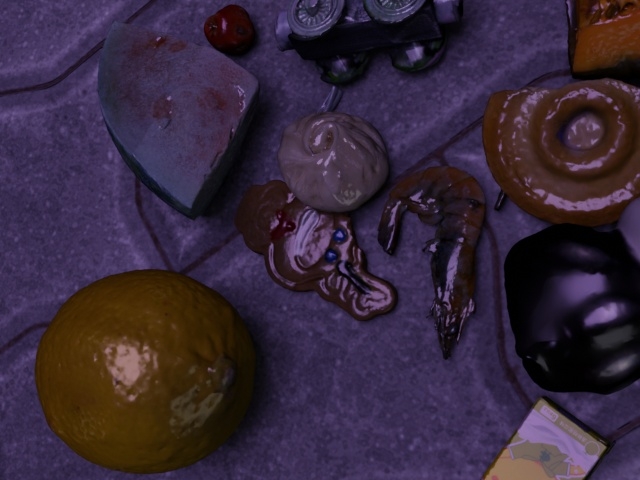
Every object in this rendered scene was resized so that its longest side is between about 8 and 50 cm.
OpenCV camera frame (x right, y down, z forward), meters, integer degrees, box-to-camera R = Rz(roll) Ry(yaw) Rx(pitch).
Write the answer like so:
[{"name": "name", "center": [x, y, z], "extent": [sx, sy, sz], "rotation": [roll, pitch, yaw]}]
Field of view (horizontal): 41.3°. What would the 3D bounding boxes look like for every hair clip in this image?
[{"name": "hair clip", "center": [-0.007, -0.207, 1.408], "extent": [0.039, 0.030, 0.115], "rotation": [40, 96, 25]}]

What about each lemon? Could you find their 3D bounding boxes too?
[{"name": "lemon", "center": [-0.264, 0.199, 1.290], "extent": [0.336, 0.336, 0.336], "rotation": [-4, 78, 21]}]

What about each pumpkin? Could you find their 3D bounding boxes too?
[{"name": "pumpkin", "center": [0.428, -0.371, 1.136], "extent": [0.225, 0.256, 0.303], "rotation": [3, 122, 16]}]

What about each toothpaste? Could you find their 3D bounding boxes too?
[{"name": "toothpaste", "center": [0.260, 0.372, 1.159], "extent": [0.110, 0.077, 0.327], "rotation": [36, 94, 23]}]

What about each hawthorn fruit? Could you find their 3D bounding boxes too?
[{"name": "hawthorn fruit", "center": [-0.160, -0.366, 1.470], "extent": [0.093, 0.093, 0.093], "rotation": [-4, 78, 21]}]

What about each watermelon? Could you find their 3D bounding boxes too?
[{"name": "watermelon", "center": [-0.216, -0.208, 1.405], "extent": [0.258, 0.228, 0.387], "rotation": [-27, 62, 6]}]

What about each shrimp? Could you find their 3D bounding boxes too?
[{"name": "shrimp", "center": [0.160, 0.028, 1.285], "extent": [0.169, 0.058, 0.296], "rotation": [1, 77, 30]}]

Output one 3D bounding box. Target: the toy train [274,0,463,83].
[{"name": "toy train", "center": [0.078, -0.398, 1.343], "extent": [0.307, 0.173, 0.249], "rotation": [-4, 69, 22]}]

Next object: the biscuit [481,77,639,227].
[{"name": "biscuit", "center": [0.365, -0.120, 1.167], "extent": [0.274, 0.091, 0.213], "rotation": [-8, 102, 18]}]

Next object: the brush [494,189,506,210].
[{"name": "brush", "center": [0.304, -0.131, 1.266], "extent": [0.027, 0.034, 0.190], "rotation": [21, 87, 8]}]

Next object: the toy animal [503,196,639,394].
[{"name": "toy animal", "center": [0.412, 0.074, 1.073], "extent": [0.310, 0.251, 0.251], "rotation": [-17, 74, 25]}]

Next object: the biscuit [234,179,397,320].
[{"name": "biscuit", "center": [-0.004, 0.008, 1.359], "extent": [0.183, 0.047, 0.320], "rotation": [-45, 68, 11]}]

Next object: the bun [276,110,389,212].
[{"name": "bun", "center": [0.021, -0.138, 1.321], "extent": [0.183, 0.102, 0.183], "rotation": [-1, 63, 1]}]
